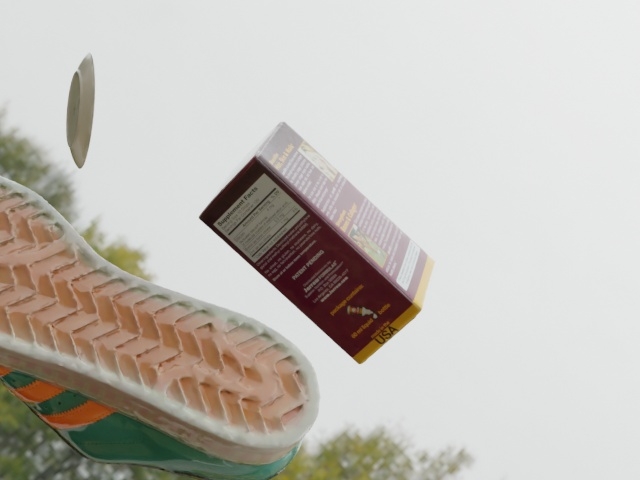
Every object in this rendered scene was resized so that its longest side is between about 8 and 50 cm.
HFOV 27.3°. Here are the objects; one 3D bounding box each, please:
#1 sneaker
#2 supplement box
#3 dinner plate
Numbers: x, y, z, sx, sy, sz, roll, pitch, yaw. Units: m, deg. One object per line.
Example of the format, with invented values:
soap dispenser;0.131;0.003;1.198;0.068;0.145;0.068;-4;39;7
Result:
sneaker;-0.153;0.065;0.779;0.302;0.108;0.121;29;-39;1
supplement box;0.000;0.000;1.124;0.188;0.104;0.081;43;-66;-7
dinner plate;-0.291;-0.157;1.593;0.141;0.017;0.141;-176;-90;-69
